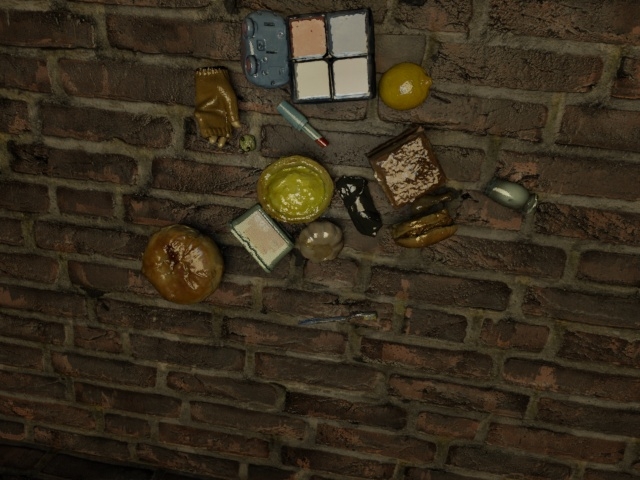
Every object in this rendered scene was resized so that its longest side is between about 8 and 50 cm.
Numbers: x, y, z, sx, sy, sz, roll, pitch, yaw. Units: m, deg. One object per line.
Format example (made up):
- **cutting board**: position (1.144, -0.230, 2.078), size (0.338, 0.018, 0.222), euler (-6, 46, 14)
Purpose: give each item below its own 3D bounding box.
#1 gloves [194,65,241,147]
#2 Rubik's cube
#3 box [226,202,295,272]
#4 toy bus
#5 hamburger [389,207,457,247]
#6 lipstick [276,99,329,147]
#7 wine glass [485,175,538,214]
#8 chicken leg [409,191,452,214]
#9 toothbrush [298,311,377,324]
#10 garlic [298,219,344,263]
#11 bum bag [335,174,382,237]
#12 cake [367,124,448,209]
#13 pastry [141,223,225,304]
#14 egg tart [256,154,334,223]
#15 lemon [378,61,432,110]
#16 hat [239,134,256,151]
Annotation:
- **gloves**: position (-0.450, -0.584, 1.860), size (0.203, 0.155, 0.356), euler (-3, 92, 2)
- **Rubik's cube**: position (0.055, -0.703, 1.668), size (0.314, 0.318, 0.315), euler (-1, 107, 10)
- **box**: position (-0.270, -0.027, 2.019), size (0.182, 0.175, 0.312), euler (-40, 99, 8)
- **toy bus**: position (-0.236, -0.770, 1.741), size (0.197, 0.232, 0.293), euler (-12, 107, -26)
- **hamburger**: position (0.444, -0.043, 1.851), size (0.260, 0.283, 0.144), euler (-21, 95, -7)
- **lipstick**: position (-0.073, -0.507, 1.882), size (0.274, 0.061, 0.068), euler (41, 107, -6)
- **wine glass**: position (0.823, -0.194, 1.833), size (0.205, 0.111, 0.111), euler (24, 109, -2)
- **chicken leg**: position (0.496, -0.178, 1.908), size (0.198, 0.084, 0.069), euler (-17, 138, 6)
- **toothbrush**: position (0.085, 0.402, 2.169), size (0.414, 0.035, 0.042), euler (-7, 109, 10)
- **garlic**: position (0.002, -0.003, 1.986), size (0.228, 0.152, 0.227), euler (-11, 132, -12)
- **bum bag**: position (0.188, -0.158, 1.951), size (0.142, 0.079, 0.326), euler (-23, 104, 18)
- **cake**: position (0.352, -0.306, 1.774), size (0.282, 0.290, 0.255), euler (-28, 101, 19)
- **pastry**: position (-0.658, 0.111, 2.066), size (0.410, 0.245, 0.409), euler (2, 105, 6)
- **egg tart**: position (-0.115, -0.236, 1.912), size (0.346, 0.132, 0.345), euler (-1, 122, -1)
- **lemon**: position (0.339, -0.622, 1.727), size (0.244, 0.187, 0.186), euler (7, 112, 39)
- **hat**: position (-0.336, -0.443, 1.942), size (0.076, 0.059, 0.077), euler (-8, 102, 6)
